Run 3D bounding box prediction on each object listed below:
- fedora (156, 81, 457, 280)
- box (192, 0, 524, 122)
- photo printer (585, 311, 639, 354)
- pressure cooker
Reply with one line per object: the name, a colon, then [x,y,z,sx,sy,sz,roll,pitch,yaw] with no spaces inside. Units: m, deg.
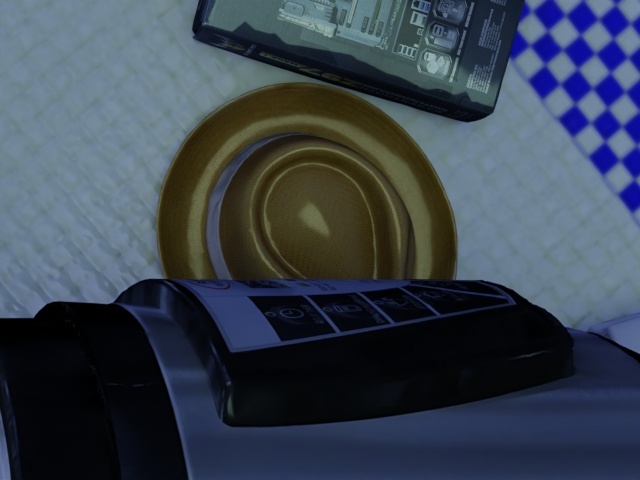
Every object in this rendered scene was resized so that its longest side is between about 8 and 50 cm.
fedora: [0.000,0.000,0.826,0.194,0.079,0.194,0,90,-12]
box: [0.042,-0.206,0.848,0.183,0.059,0.232,15,87,-11]
photo printer: [0.265,0.192,0.864,0.256,0.107,0.307,5,87,-12]
pressure cooker: [-0.039,0.210,0.640,0.421,0.375,0.369,4,133,-21]
